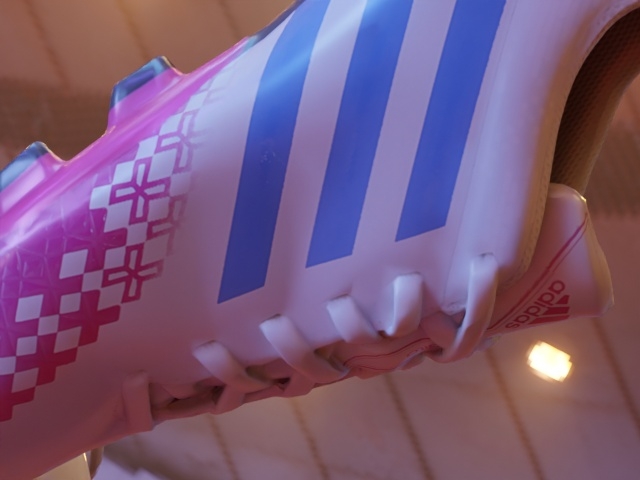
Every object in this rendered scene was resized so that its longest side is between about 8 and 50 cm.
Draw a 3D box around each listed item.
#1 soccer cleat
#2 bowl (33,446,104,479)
[{"bbox_3d":[0.000,0.000,0.547,0.143,0.331,0.116,51,12,10],"label":"soccer cleat"},{"bbox_3d":[-0.210,0.099,0.964,0.298,0.134,0.298,31,-46,38],"label":"bowl"}]
